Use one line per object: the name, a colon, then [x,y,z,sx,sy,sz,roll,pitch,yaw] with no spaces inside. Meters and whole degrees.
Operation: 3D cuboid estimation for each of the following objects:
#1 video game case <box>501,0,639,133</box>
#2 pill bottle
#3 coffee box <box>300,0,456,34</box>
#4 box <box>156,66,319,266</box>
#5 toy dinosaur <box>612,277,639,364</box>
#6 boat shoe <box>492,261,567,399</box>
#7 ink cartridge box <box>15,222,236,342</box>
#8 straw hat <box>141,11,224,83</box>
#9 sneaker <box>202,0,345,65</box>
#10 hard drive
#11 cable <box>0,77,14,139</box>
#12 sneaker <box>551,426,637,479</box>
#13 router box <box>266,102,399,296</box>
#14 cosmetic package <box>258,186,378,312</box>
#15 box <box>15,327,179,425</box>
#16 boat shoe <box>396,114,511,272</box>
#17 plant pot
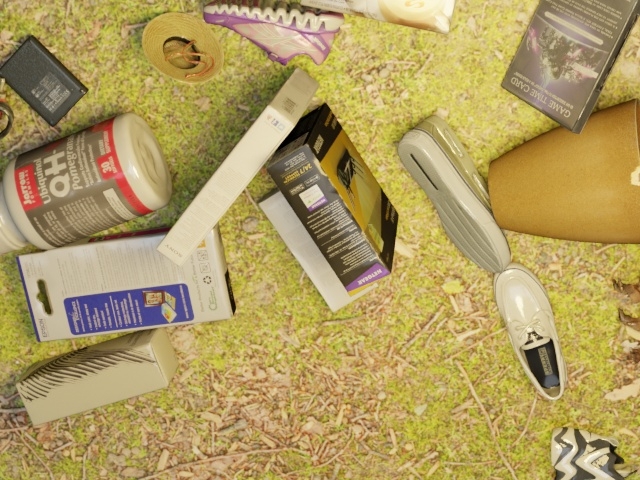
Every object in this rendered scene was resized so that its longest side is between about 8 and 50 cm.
video game case: [0.406,-0.332,1.836,0.026,0.196,0.274,9,113,-35]
pill bottle: [-0.432,-0.087,1.988,0.318,0.176,0.176,-20,105,11]
coffee box: [0.102,-0.430,1.870,0.246,0.098,0.141,13,108,1]
box: [-0.132,-0.123,1.900,0.058,0.232,0.322,39,115,-7]
toy dinosaur: [0.613,0.103,1.971,0.200,0.127,0.296,-12,115,9]
boat shoe: [0.379,0.161,2.041,0.095,0.084,0.258,-25,104,13]
ink cartridge box: [-0.350,0.075,2.092,0.371,0.069,0.176,-8,107,5]
straw hat: [-0.238,-0.310,1.957,0.144,0.144,0.061,29,150,-4]
sneaker: [-0.081,-0.345,1.922,0.236,0.095,0.104,9,116,1]
hard drive: [-0.485,-0.277,2.013,0.094,0.022,0.135,-42,100,16]
cable: [-0.613,-0.167,2.052,0.139,0.072,0.287,16,119,3]
sneaker: [0.503,0.455,2.118,0.153,0.094,0.235,-1,98,15]
router box: [0.028,-0.075,1.880,0.081,0.309,0.243,-30,103,15]
cosmetic package: [0.000,0.000,2.037,0.099,0.060,0.239,-30,103,16]
box: [-0.409,0.248,2.129,0.275,0.113,0.094,-18,104,9]
boat shoe: [0.248,-0.079,1.970,0.094,0.109,0.302,-45,112,-26]
plant pot: [0.414,-0.093,1.901,0.254,0.237,0.237,-10,107,22]
